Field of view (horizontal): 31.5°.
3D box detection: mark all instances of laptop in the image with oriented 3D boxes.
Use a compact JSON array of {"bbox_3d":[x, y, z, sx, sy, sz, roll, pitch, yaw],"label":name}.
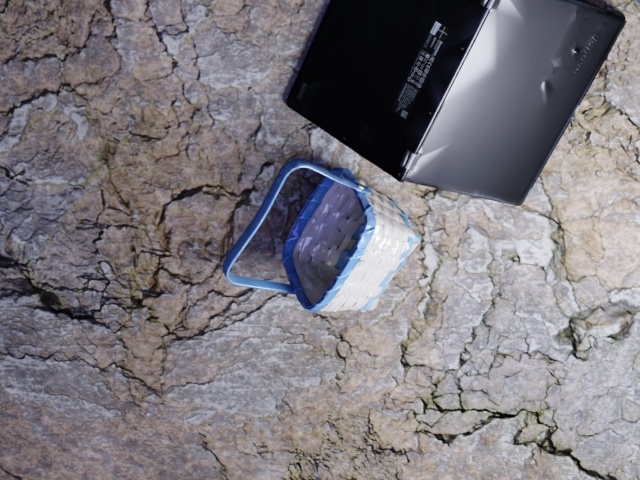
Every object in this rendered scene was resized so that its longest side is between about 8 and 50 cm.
[{"bbox_3d":[0.222,-0.302,1.929,0.408,0.236,0.382,35,116,19],"label":"laptop"}]

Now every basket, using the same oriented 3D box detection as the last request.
[{"bbox_3d":[0.000,0.000,1.972,0.289,0.201,0.254,16,120,-38],"label":"basket"}]

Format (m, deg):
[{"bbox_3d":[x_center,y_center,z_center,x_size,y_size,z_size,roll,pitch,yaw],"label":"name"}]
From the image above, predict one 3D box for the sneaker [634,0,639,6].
[{"bbox_3d":[0.608,-0.398,1.821,0.297,0.111,0.129,27,99,-13],"label":"sneaker"}]
